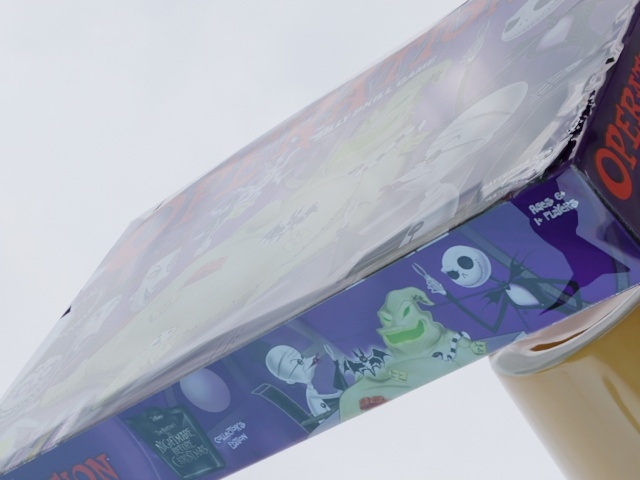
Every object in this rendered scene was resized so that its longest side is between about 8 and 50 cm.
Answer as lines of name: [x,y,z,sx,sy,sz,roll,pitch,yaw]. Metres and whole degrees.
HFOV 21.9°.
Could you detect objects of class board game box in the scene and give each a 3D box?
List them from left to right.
board game box: [0.000,0.000,0.614,0.056,0.347,0.208,50,-139,-12]

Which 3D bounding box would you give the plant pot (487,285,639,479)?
plant pot: [0.181,0.068,0.713,0.188,0.205,0.205,43,-127,-16]
